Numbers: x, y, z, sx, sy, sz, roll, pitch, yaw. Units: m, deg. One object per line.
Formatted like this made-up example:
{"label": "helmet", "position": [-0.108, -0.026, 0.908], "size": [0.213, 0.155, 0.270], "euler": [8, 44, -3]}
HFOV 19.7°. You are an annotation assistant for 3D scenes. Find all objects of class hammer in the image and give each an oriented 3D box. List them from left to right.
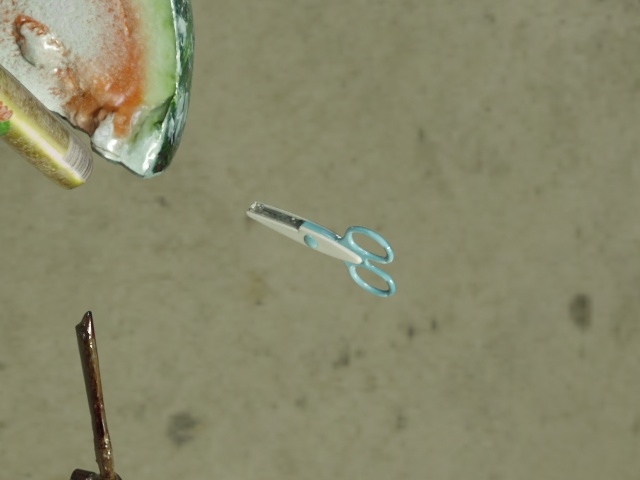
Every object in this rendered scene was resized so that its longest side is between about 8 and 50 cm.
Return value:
{"label": "hammer", "position": [-0.199, 0.145, 1.604], "size": [0.021, 0.065, 0.178], "euler": [-38, 126, -55]}

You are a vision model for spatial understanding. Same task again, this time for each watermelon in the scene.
{"label": "watermelon", "position": [-0.210, -0.198, 1.366], "size": [0.214, 0.320, 0.289], "euler": [-16, 136, -12]}

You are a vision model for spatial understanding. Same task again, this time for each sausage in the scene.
{"label": "sausage", "position": [-0.189, -0.087, 1.020], "size": [0.269, 0.033, 0.032], "euler": [47, 56, -60]}

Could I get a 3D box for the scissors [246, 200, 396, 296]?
{"label": "scissors", "position": [0.000, 0.000, 1.228], "size": [0.014, 0.119, 0.058], "euler": [-45, 145, -33]}
